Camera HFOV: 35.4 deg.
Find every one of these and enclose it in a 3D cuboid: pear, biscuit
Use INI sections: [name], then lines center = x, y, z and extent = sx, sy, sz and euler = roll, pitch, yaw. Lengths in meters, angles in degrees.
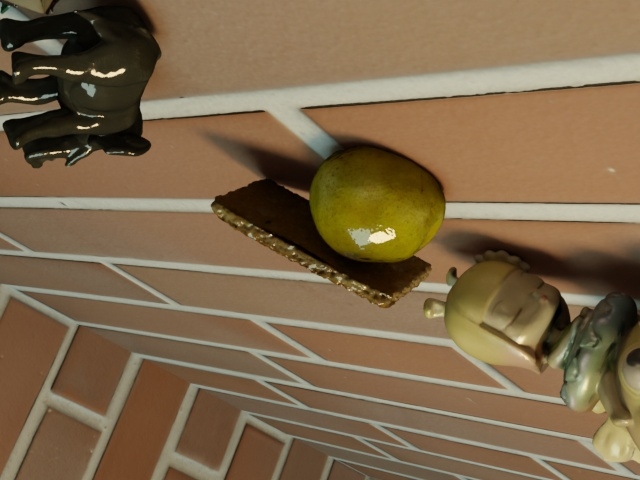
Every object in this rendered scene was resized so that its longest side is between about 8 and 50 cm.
[pear]
center = 0.053, -0.026, 1.027
extent = 0.141, 0.104, 0.141
euler = 23, 163, 7
[biscuit]
center = 0.000, 0.000, 1.092
extent = 0.231, 0.025, 0.131
euler = 29, -155, 19

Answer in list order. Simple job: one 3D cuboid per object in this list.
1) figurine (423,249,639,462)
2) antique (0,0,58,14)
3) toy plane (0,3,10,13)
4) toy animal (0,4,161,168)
[figurine]
center = 0.292, 0.138, 1.071
extent = 0.394, 0.226, 0.274
euler = 22, 138, 27
[antique]
center = -0.207, -0.247, 0.602
extent = 0.152, 0.147, 0.148
euler = 21, 160, 3
[toy plane]
center = -0.368, -0.202, 0.905
extent = 0.381, 0.155, 0.106
euler = -21, 138, 39
[toy animal]
center = -0.226, -0.131, 0.943
extent = 0.146, 0.114, 0.245
euler = -11, 171, -26
